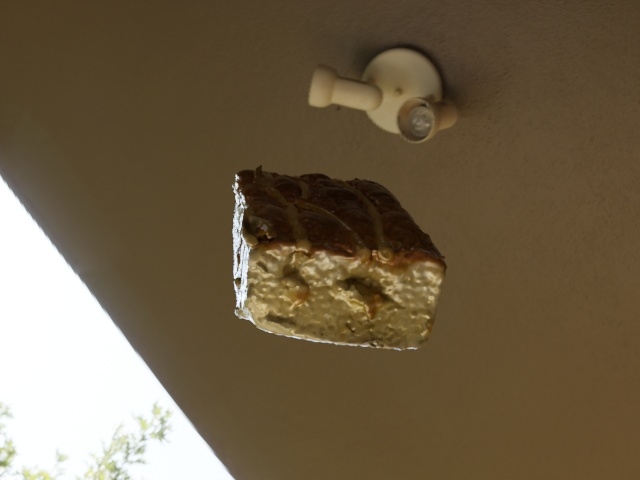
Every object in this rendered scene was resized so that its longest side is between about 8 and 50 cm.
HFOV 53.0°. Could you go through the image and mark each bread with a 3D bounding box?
[{"bbox_3d":[0.000,0.000,0.660,0.184,0.275,0.114,8,-75,-11],"label":"bread"}]
